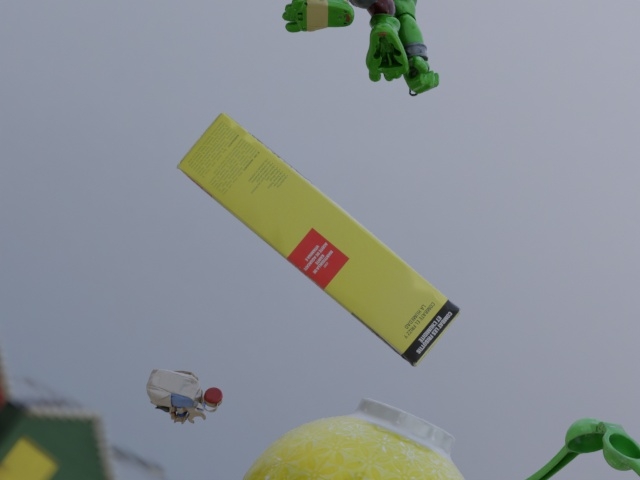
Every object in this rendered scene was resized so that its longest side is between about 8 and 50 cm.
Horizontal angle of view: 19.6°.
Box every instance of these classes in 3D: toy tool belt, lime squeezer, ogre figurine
[{"bbox_3d":[-0.139,0.164,1.917,0.083,0.052,0.051,13,-37,12],"label":"toy tool belt"},{"bbox_3d":[0.330,0.264,2.185,0.059,0.110,0.310,33,-16,-28],"label":"lime squeezer"},{"bbox_3d":[0.034,-0.223,1.685,0.197,0.118,0.097,21,-44,-15],"label":"ogre figurine"}]

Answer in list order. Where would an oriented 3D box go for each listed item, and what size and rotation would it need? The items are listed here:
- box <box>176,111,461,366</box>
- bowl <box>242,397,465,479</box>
[{"bbox_3d":[0.000,0.000,1.402,0.232,0.058,0.087,41,0,2],"label":"box"},{"bbox_3d":[0.068,0.268,2.066,0.289,0.156,0.289,23,-9,4],"label":"bowl"}]
